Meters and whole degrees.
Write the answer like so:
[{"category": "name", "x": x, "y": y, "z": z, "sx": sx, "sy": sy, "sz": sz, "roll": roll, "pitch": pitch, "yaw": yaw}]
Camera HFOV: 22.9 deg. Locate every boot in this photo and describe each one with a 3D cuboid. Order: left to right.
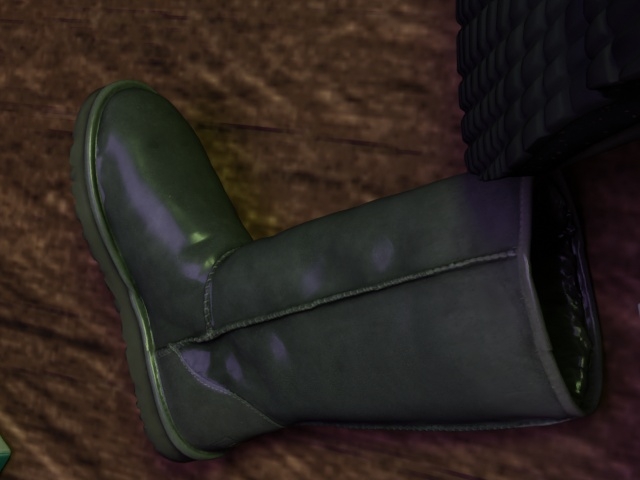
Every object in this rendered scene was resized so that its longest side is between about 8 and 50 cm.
[{"category": "boot", "x": 0.001, "y": -0.001, "z": 0.649, "sx": 0.208, "sy": 0.076, "sz": 0.190, "roll": -18, "pitch": 90, "yaw": 42}, {"category": "boot", "x": 0.167, "y": -0.078, "z": 0.481, "sx": 0.222, "sy": 0.338, "sz": 0.118, "roll": -3, "pitch": 96, "yaw": -7}]

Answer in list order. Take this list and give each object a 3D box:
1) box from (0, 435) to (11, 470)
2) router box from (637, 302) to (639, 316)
[{"category": "box", "x": -0.273, "y": 0.052, "z": 0.837, "sx": 0.244, "sy": 0.100, "sz": 0.060, "roll": 47, "pitch": 114, "yaw": 30}, {"category": "router box", "x": 0.266, "y": 0.133, "z": 0.378, "sx": 0.335, "sy": 0.082, "sz": 0.301, "roll": -9, "pitch": 94, "yaw": 41}]
